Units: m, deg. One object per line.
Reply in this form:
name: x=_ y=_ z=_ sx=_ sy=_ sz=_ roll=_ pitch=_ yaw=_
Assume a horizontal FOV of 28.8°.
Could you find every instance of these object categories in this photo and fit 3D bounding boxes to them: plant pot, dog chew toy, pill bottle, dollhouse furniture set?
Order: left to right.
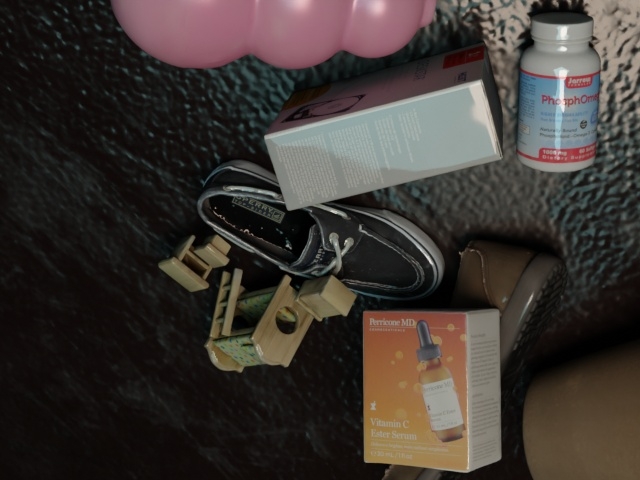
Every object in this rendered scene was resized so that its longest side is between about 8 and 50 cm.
dollhouse furniture set: x=-0.087 y=0.068 z=1.417 sx=0.161 sy=0.101 sz=0.182 roll=40 pitch=151 yaw=-22
dog chew toy: x=-0.045 y=-0.269 z=1.294 sx=0.331 sy=0.207 sz=0.207 roll=8 pitch=113 yaw=-4
pill bottle: x=0.258 y=-0.161 z=1.347 sx=0.087 sy=0.087 sz=0.160 roll=1 pitch=112 yaw=8
plant pot: x=0.361 y=0.212 z=1.421 sx=0.229 sy=0.263 sz=0.263 roll=-6 pitch=112 yaw=31

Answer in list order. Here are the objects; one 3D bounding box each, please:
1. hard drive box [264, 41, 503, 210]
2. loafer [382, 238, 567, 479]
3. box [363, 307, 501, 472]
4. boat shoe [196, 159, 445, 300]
hard drive box: x=0.074 y=-0.124 z=1.339 sx=0.232 sy=0.181 sz=0.089 roll=-13 pitch=108 yaw=12
loafer: x=0.163 y=0.154 z=1.486 sx=0.130 sy=0.134 sz=0.366 roll=33 pitch=107 yaw=25
box: x=0.123 y=0.160 z=1.377 sx=0.130 sy=0.091 sz=0.171 roll=-2 pitch=89 yaw=31
boat shoe: x=0.000 y=0.000 z=1.441 sx=0.301 sy=0.102 sz=0.108 roll=26 pitch=113 yaw=-3
